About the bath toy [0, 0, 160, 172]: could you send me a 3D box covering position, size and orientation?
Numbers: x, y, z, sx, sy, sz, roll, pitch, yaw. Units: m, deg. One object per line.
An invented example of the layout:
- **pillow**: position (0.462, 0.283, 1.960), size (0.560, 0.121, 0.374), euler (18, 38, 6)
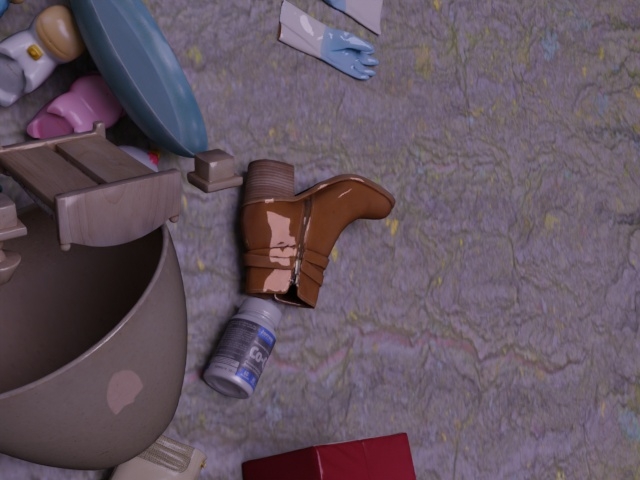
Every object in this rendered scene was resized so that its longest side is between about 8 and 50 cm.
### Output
- **bath toy**: position (-0.328, -0.192, 1.146), size (0.348, 0.151, 0.129), euler (56, 28, -20)

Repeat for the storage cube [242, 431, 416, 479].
- **storage cube**: position (0.019, 0.395, 1.237), size (0.183, 0.215, 0.193), euler (2, 71, -39)

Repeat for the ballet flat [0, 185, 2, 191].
- **ballet flat**: position (-0.483, -0.127, 1.036), size (0.077, 0.077, 0.231), euler (-39, 107, -22)

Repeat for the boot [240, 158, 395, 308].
- **boot**: position (0.000, 0.000, 1.379), size (0.283, 0.109, 0.220), euler (12, 71, -35)

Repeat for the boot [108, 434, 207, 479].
- **boot**: position (-0.189, 0.385, 1.140), size (0.262, 0.095, 0.203), euler (37, 57, -22)

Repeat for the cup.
- **cup**: position (-0.287, 0.133, 1.004), size (0.331, 0.331, 0.237), euler (-54, 138, -35)

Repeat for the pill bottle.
- **pill bottle**: position (-0.112, 0.158, 1.268), size (0.078, 0.078, 0.137), euler (40, 57, -26)

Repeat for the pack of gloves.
- **pack of gloves**: position (0.036, -0.412, 1.556), size (0.232, 0.046, 0.195), euler (19, 69, -36)

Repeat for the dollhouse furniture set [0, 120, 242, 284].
- **dollhouse furniture set**: position (-0.320, -0.029, 0.978), size (0.355, 0.303, 0.174), euler (-16, 122, -34)

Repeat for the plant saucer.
- **plant saucer**: position (-0.251, -0.247, 1.170), size (0.318, 0.043, 0.317), euler (61, 9, -16)
